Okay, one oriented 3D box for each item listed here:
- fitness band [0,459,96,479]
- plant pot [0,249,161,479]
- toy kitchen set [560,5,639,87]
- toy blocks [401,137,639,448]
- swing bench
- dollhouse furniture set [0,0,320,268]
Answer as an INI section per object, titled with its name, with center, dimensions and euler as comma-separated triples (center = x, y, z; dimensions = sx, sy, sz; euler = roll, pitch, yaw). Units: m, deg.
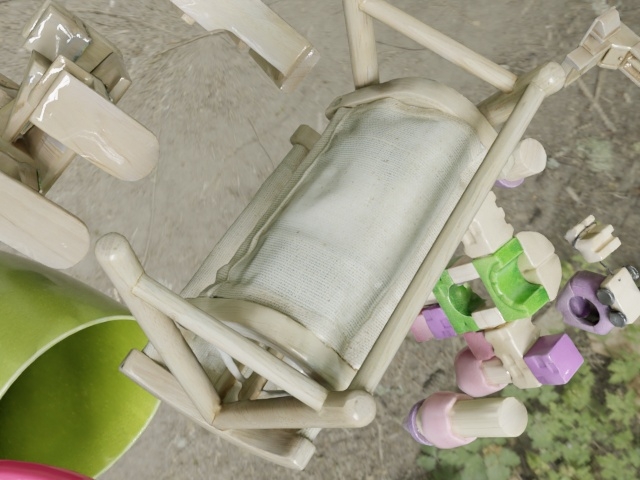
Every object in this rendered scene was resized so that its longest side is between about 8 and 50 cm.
[fitness band]
center = -0.203, 0.215, 0.556
dimensions = 0.208, 0.291, 0.054
euler = 7, 100, -20
[plant pot]
center = -0.390, 0.137, 1.173
dimensions = 0.293, 0.274, 0.275
euler = 34, 99, 31
[toy kitchen set]
center = 0.284, -0.172, 0.872
dimensions = 0.083, 0.068, 0.075
euler = -35, 73, -26
[toy blocks]
center = 0.163, 0.060, 1.112
dimensions = 0.309, 0.260, 0.289
euler = -35, 97, -33
[swing bench]
center = 0.000, 0.000, 0.612
dimensions = 0.165, 0.255, 0.253
euler = 32, 67, 5
[dollhouse furniture set]
center = -0.237, -0.183, 1.168
dimensions = 0.256, 0.362, 0.394
euler = 35, 101, -30
